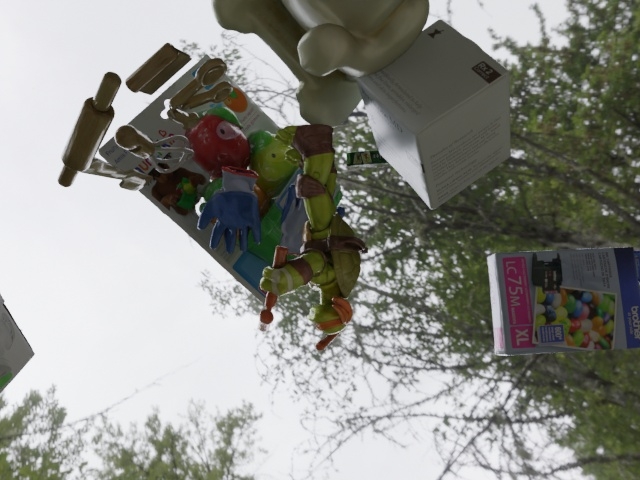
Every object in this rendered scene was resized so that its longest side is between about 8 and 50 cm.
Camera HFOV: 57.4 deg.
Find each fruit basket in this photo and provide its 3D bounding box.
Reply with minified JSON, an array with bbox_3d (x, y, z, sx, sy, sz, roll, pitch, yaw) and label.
[{"bbox_3d":[-0.132,-0.118,0.979,0.353,0.165,0.327,48,-135,-19],"label":"fruit basket"}]

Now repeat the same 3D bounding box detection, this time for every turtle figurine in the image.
[{"bbox_3d":[0.000,0.000,0.579,0.087,0.269,0.218,-10,-100,17],"label":"turtle figurine"}]

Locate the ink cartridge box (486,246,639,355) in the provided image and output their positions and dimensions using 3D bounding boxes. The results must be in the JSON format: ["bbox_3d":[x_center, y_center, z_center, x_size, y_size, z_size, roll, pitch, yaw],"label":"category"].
[{"bbox_3d":[0.471,0.109,1.070,0.310,0.065,0.186,-2,-99,-4],"label":"ink cartridge box"}]

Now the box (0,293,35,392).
[{"bbox_3d":[-0.618,0.124,0.893,0.231,0.127,0.262,-9,-63,17],"label":"box"}]

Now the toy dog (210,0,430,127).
[{"bbox_3d":[0.071,-0.364,0.745,0.395,0.408,0.285,-35,-86,-12],"label":"toy dog"}]

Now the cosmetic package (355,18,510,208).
[{"bbox_3d":[0.167,-0.177,0.842,0.151,0.151,0.184,-35,-35,-3],"label":"cosmetic package"}]

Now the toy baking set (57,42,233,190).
[{"bbox_3d":[-0.192,-0.114,0.647,0.196,0.256,0.030,-22,-107,-52],"label":"toy baking set"}]

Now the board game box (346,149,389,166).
[{"bbox_3d":[0.191,-0.152,1.046,0.136,0.259,0.030,-14,-78,-58],"label":"board game box"}]

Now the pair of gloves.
[{"bbox_3d":[-0.068,-0.033,0.818,0.198,0.023,0.159,8,-44,-14],"label":"pair of gloves"}]
